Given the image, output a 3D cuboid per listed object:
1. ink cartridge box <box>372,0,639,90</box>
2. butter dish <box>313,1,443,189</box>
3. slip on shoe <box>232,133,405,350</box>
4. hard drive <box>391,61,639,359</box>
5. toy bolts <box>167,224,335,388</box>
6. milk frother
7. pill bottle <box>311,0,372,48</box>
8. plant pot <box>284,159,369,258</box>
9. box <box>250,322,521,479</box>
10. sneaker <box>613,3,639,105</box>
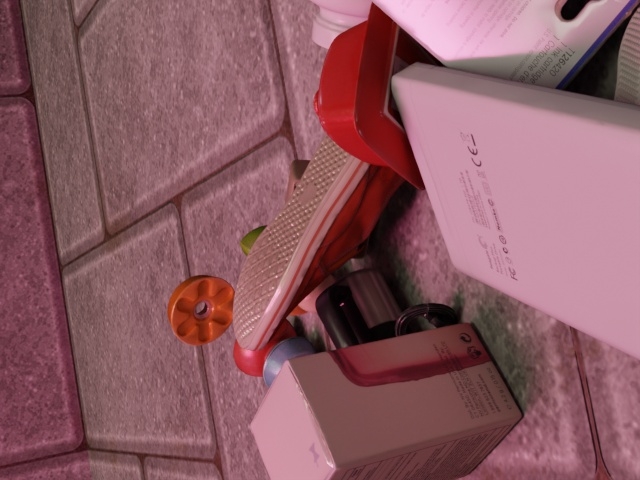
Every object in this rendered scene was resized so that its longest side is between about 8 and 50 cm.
[{"bbox_3d":[0.155,-0.300,0.840,0.307,0.072,0.303,42,131,5],"label":"ink cartridge box"},{"bbox_3d":[0.047,-0.146,1.010,0.118,0.160,0.160,-2,68,33],"label":"butter dish"},{"bbox_3d":[0.000,0.000,1.147,0.331,0.101,0.123,-57,31,15],"label":"slip on shoe"},{"bbox_3d":[0.205,-0.023,0.838,0.353,0.047,0.233,29,147,57],"label":"hard drive"},{"bbox_3d":[-0.072,0.129,1.339,0.158,0.218,0.228,30,141,49],"label":"toy bolts"},{"bbox_3d":[0.082,0.086,1.149,0.143,0.129,0.135,-33,58,11],"label":"milk frother"},{"bbox_3d":[0.053,-0.335,1.031,0.146,0.146,0.264,45,134,49],"label":"pill bottle"},{"bbox_3d":[0.002,-0.048,1.242,0.096,0.109,0.109,-114,29,-56],"label":"plant pot"},{"bbox_3d":[0.066,0.192,1.037,0.127,0.232,0.149,64,146,30],"label":"box"},{"bbox_3d":[0.277,-0.135,0.776,0.051,0.070,0.134,138,150,-67],"label":"sneaker"}]
